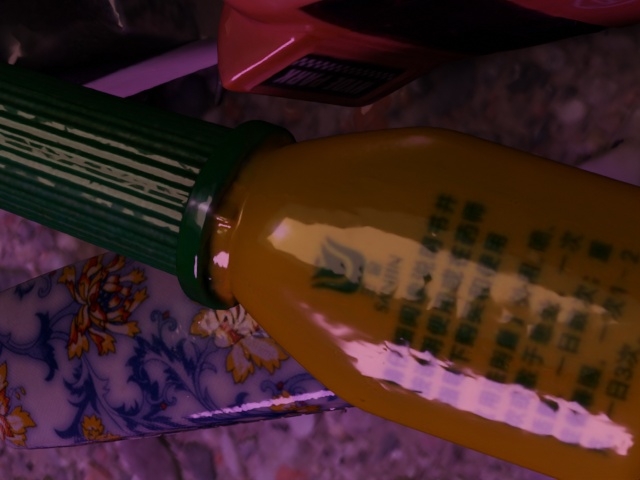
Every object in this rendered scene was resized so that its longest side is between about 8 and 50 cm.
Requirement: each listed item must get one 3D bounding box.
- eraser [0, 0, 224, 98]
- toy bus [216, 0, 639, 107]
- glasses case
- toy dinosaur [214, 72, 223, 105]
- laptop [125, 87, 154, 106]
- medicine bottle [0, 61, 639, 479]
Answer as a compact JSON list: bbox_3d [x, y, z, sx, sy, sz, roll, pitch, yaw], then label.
[{"bbox_3d":[-0.214,-0.079,0.766,0.404,0.096,0.098,-15,82,36],"label":"eraser"},{"bbox_3d":[0.015,-0.268,0.596,0.233,0.203,0.427,-28,75,30],"label":"toy bus"},{"bbox_3d":[-0.041,0.037,0.698,0.248,0.065,0.087,-11,88,26],"label":"glasses case"},{"bbox_3d":[-0.034,-0.153,0.719,0.058,0.037,0.180,4,84,52],"label":"toy dinosaur"},{"bbox_3d":[-0.125,-0.122,0.776,0.135,0.016,0.197,11,95,35],"label":"laptop"},{"bbox_3d":[0.000,0.000,0.601,0.309,0.076,0.111,19,96,10],"label":"medicine bottle"}]
